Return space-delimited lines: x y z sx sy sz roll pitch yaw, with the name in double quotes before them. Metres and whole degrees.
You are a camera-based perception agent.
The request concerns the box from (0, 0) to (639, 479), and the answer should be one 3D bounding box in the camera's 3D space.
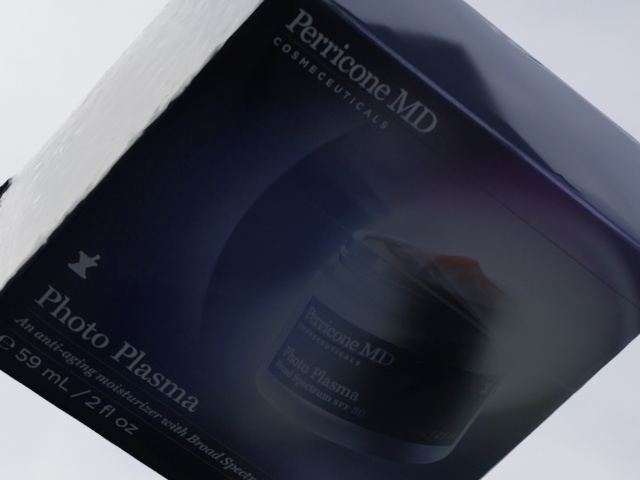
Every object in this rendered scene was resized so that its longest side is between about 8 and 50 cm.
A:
"box" 0.000 0.000 1.123 0.296 0.182 0.294 36 -68 -20
